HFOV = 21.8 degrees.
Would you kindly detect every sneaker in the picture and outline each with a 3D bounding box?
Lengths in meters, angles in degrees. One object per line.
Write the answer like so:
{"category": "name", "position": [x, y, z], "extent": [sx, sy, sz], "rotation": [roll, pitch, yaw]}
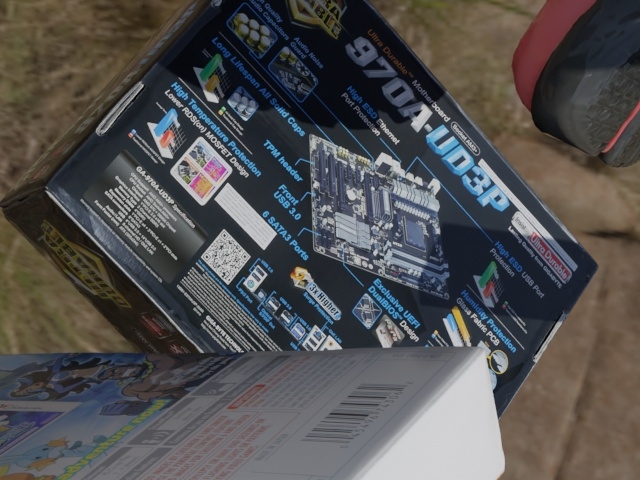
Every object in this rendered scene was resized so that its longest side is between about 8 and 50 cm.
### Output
{"category": "sneaker", "position": [0.126, -0.139, 0.663], "extent": [0.314, 0.136, 0.116], "rotation": [-46, 170, -48]}

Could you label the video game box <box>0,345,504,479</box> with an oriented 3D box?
{"category": "video game box", "position": [-0.075, 0.087, 0.440], "extent": [0.205, 0.187, 0.048], "rotation": [-36, 120, -55]}

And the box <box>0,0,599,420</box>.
{"category": "box", "position": [0.000, 0.000, 0.708], "extent": [0.220, 0.051, 0.175], "rotation": [47, 60, -17]}
